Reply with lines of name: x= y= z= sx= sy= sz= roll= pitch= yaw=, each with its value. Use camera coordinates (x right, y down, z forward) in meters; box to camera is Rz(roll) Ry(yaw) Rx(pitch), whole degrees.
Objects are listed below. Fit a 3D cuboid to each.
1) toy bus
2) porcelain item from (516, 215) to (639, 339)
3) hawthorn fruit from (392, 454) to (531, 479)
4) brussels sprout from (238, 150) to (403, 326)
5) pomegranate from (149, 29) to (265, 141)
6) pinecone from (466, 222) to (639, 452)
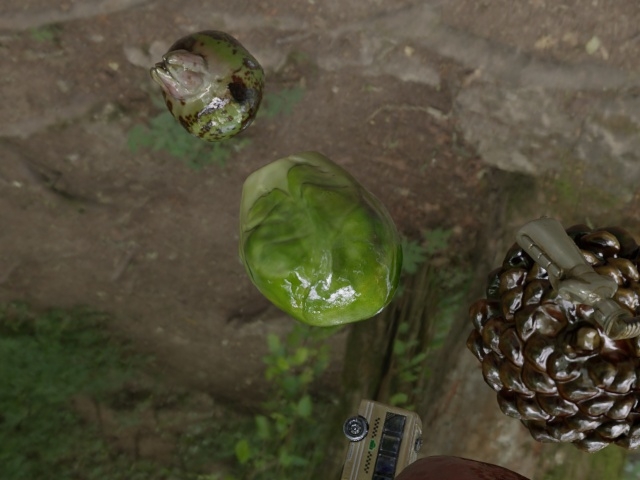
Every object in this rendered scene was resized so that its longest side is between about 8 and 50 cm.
toy bus: x=0.113 y=0.482 z=1.687 sx=0.157 sy=0.290 sz=0.139 roll=9 pitch=155 yaw=17
porcelain item: x=0.344 y=0.054 z=1.095 sx=0.084 sy=0.213 sz=0.054 roll=-7 pitch=131 yaw=-23
hawthorn fruit: x=0.137 y=0.321 z=0.834 sx=0.249 sy=0.215 sz=0.215 roll=11 pitch=145 yaw=7
brussels sprout: x=0.000 y=0.002 z=0.829 sx=0.161 sy=0.181 sz=0.144 roll=-10 pitch=158 yaw=-13
pomegranate: x=-0.148 y=-0.187 z=1.009 sx=0.125 sy=0.163 sz=0.138 roll=-41 pitch=70 yaw=43
pinecone: x=0.455 y=0.162 z=1.430 sx=0.397 sy=0.398 sz=0.398 roll=16 pitch=146 yaw=11
